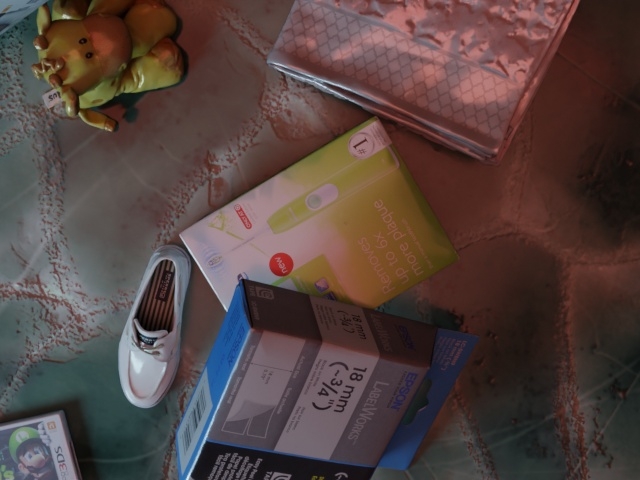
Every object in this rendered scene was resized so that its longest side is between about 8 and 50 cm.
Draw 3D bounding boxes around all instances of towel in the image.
[{"bbox_3d":[0.136,-0.296,1.068,0.332,0.053,0.317,25,91,9],"label":"towel"}]

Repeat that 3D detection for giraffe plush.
[{"bbox_3d":[-0.281,-0.233,1.061,0.210,0.170,0.181,-44,94,5],"label":"giraffe plush"}]

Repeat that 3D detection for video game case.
[{"bbox_3d":[-0.427,0.337,1.202,0.190,0.022,0.173,-13,96,2],"label":"video game case"}]

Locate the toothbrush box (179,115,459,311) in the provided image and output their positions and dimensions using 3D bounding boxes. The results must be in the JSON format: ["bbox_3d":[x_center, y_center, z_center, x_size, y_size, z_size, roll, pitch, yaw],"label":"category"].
[{"bbox_3d":[0.000,0.000,1.110,0.283,0.122,0.206,-30,96,5],"label":"toothbrush box"}]

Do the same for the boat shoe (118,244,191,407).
[{"bbox_3d":[-0.226,0.117,1.147,0.083,0.076,0.226,9,96,0],"label":"boat shoe"}]

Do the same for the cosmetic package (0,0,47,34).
[{"bbox_3d":[-0.472,-0.245,0.921,0.377,0.284,0.097,-14,96,43],"label":"cosmetic package"}]

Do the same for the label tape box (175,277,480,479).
[{"bbox_3d":[0.022,0.204,1.056,0.334,0.106,0.240,14,115,-21],"label":"label tape box"}]
